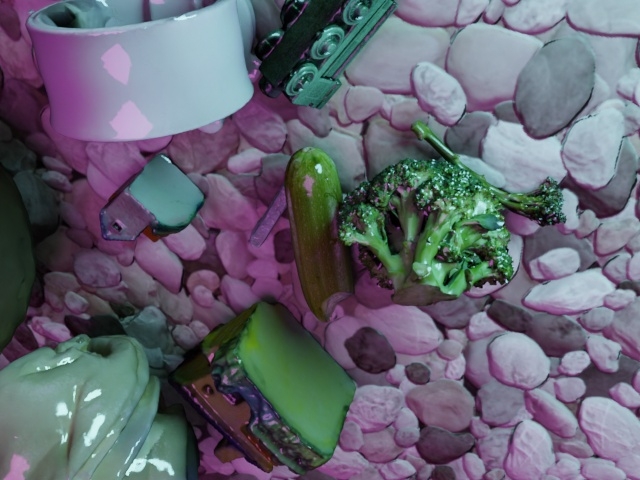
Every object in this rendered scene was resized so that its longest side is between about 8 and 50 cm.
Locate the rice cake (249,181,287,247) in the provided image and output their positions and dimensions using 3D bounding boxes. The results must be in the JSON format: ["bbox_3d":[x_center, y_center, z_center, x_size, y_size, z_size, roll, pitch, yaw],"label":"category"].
[{"bbox_3d":[-0.055,-0.039,0.911,0.021,0.022,0.121,30,123,-6],"label":"rice cake"}]

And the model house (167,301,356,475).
[{"bbox_3d":[-0.102,0.215,0.987,0.211,0.170,0.194,-33,108,30],"label":"model house"}]

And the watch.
[{"bbox_3d":[-0.187,-0.168,0.755,0.244,0.231,0.196,0,121,13],"label":"watch"}]

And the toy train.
[{"bbox_3d":[0.008,-0.209,0.751,0.170,0.111,0.071,-47,72,24],"label":"toy train"}]

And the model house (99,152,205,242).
[{"bbox_3d":[-0.215,-0.033,0.916,0.100,0.101,0.088,-35,106,31],"label":"model house"}]

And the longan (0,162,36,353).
[{"bbox_3d":[-0.545,0.018,0.879,0.391,0.391,0.391,7,121,12],"label":"longan"}]

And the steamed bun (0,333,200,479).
[{"bbox_3d":[-0.276,0.297,0.998,0.237,0.347,0.394,8,142,5],"label":"steamed bun"}]

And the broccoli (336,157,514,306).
[{"bbox_3d":[0.112,-0.002,0.811,0.195,0.156,0.195,0,148,0],"label":"broccoli"}]

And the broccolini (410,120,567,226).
[{"bbox_3d":[0.178,-0.067,0.818,0.194,0.054,0.052,27,142,2],"label":"broccolini"}]

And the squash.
[{"bbox_3d":[0.000,0.000,0.883,0.069,0.069,0.239,3,125,15],"label":"squash"}]
